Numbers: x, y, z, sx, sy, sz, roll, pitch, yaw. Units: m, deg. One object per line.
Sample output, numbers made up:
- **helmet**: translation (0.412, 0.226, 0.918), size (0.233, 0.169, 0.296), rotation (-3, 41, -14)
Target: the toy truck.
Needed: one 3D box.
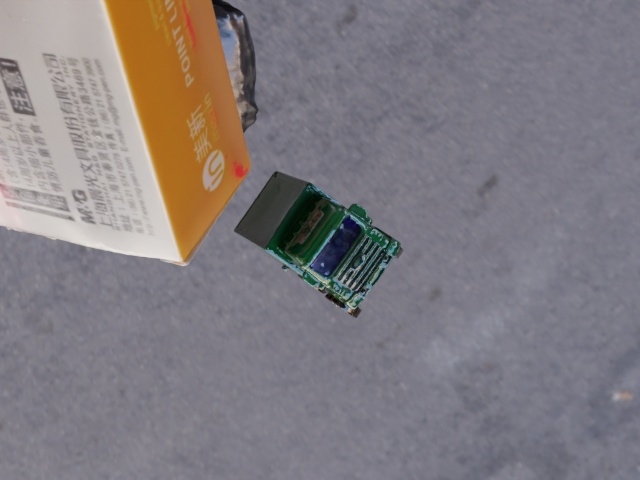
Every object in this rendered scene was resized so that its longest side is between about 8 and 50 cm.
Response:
- **toy truck**: translation (0.000, 0.000, 0.964), size (0.079, 0.147, 0.065), rotation (36, 88, -19)

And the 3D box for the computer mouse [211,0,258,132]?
- **computer mouse**: translation (-0.186, -0.123, 0.901), size (0.295, 0.087, 0.168), rotation (21, 133, 9)

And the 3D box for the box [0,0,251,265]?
- **box**: translation (-0.168, -0.124, 0.694), size (0.221, 0.091, 0.274), rotation (14, 138, 21)
